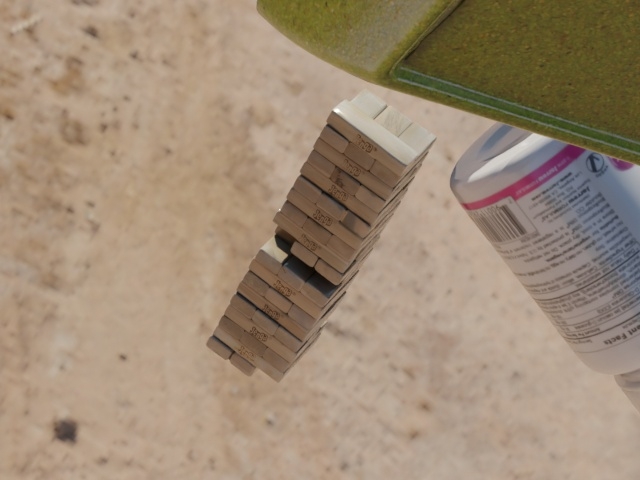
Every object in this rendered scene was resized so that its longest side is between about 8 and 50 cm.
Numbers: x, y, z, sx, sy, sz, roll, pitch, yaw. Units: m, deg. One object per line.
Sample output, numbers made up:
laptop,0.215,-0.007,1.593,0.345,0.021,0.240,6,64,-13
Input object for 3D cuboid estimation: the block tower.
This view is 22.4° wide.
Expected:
block tower,0.000,0.000,1.615,0.091,0.335,0.097,36,40,7

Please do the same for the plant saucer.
plant saucer,0.103,-0.088,0.526,0.188,0.188,0.045,14,53,-26

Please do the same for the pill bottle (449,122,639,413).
pill bottle,0.253,0.012,1.385,0.283,0.160,0.160,52,37,-12
